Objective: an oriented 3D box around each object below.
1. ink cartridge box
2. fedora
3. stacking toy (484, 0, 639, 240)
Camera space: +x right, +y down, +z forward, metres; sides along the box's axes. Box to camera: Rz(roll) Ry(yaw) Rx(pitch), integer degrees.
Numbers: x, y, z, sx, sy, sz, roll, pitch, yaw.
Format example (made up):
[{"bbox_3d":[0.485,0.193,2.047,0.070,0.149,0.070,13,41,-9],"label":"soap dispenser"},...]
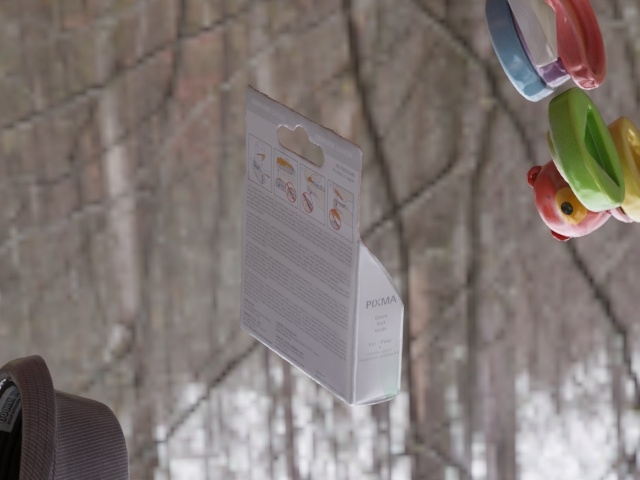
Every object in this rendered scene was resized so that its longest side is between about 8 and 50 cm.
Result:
[{"bbox_3d":[0.000,0.000,1.531,0.056,0.225,0.181,-10,-155,-31],"label":"ink cartridge box"},{"bbox_3d":[-0.251,0.246,1.688,0.124,0.275,0.243,13,171,-24],"label":"fedora"},{"bbox_3d":[0.238,-0.139,2.006,0.130,0.309,0.279,-22,177,23],"label":"stacking toy"}]
